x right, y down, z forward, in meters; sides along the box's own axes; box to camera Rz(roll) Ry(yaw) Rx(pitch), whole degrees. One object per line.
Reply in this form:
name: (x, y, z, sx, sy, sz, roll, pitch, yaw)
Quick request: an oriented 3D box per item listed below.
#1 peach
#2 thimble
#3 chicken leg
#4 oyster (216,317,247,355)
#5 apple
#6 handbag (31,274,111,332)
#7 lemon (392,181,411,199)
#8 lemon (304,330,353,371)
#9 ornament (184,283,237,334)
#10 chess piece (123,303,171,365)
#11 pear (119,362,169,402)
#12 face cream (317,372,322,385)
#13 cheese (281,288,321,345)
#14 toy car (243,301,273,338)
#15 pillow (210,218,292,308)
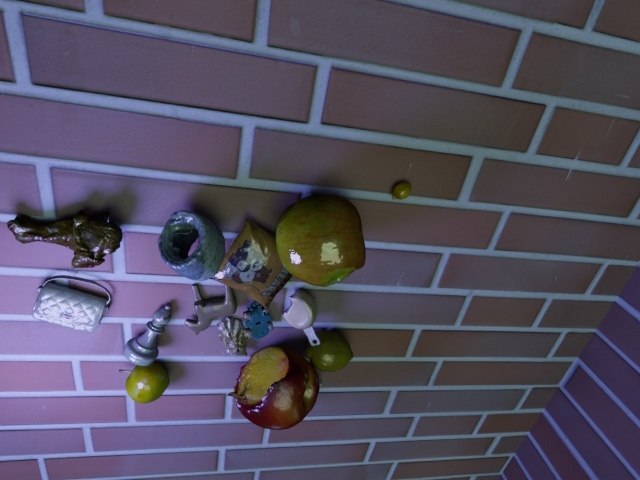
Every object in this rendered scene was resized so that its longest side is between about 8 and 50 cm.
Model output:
peach: (-0.183, 0.658, 1.769, 0.406, 0.335, 0.310, -22, 122, 38)
thimble: (-0.448, 0.016, 1.418, 0.205, 0.250, 0.172, -27, 151, 6)
chicken leg: (-0.868, 0.001, 1.401, 0.361, 0.140, 0.211, -4, 100, 3)
oyster: (-0.392, 0.435, 1.779, 0.133, 0.072, 0.209, -2, 118, -13)
apple: (0.000, 0.000, 1.444, 0.339, 0.339, 0.339, -5, 121, -8)
handbag: (-0.956, 0.236, 1.551, 0.256, 0.079, 0.219, 22, 110, -24)
lemon: (0.313, -0.190, 1.554, 0.092, 0.065, 0.065, -41, 119, 3)
lemon: (0.045, 0.510, 1.844, 0.248, 0.184, 0.184, 9, 118, -25)
ornament: (-0.466, 0.286, 1.681, 0.230, 0.061, 0.245, -8, 117, -6)
chess piece: (-0.693, 0.377, 1.666, 0.139, 0.139, 0.271, 30, 100, -25)
pear: (-0.781, 0.610, 1.765, 0.216, 0.166, 0.180, 37, 122, -4)
face cream: (-0.133, 0.771, 2.014, 0.311, 0.092, 0.092, -39, 120, 13)
cheese: (-0.058, 0.337, 1.738, 0.249, 0.071, 0.163, 46, 115, 0)
toy car: (-0.289, 0.344, 1.748, 0.126, 0.098, 0.161, -15, 95, -33)
pillow: (-0.244, 0.101, 1.581, 0.312, 0.119, 0.310, 32, 103, -26)
